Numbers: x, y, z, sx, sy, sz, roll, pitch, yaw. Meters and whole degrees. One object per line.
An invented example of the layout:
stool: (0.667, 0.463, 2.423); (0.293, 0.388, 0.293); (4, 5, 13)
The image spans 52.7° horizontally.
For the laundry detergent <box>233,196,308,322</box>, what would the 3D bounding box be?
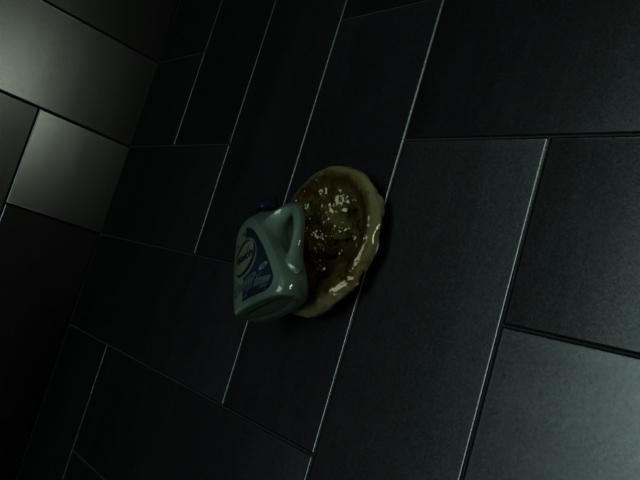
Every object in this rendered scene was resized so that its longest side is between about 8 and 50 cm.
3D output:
laundry detergent: (-0.103, 0.019, 1.387); (0.215, 0.105, 0.281); (-30, 49, 45)

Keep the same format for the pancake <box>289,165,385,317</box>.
pancake: (0.002, 0.000, 1.401); (0.356, 0.065, 0.356); (-22, 58, 40)
